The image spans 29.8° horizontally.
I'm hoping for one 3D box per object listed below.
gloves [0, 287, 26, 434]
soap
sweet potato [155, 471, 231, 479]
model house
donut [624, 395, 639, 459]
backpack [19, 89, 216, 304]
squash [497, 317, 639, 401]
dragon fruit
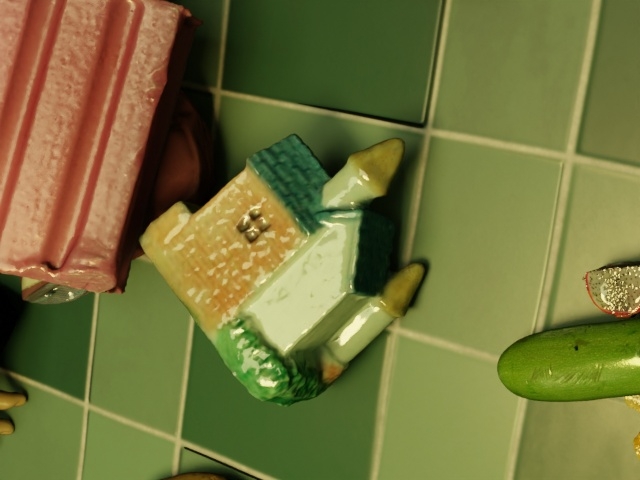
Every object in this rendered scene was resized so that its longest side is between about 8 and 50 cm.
[{"bbox_3d":[-0.546,0.203,1.852,0.197,0.152,0.301,37,133,54],"label":"gloves"},{"bbox_3d":[-0.305,-0.130,1.445,0.233,0.128,0.359,16,91,4],"label":"soap"},{"bbox_3d":[-0.196,0.380,1.659,0.286,0.085,0.112,-19,89,34],"label":"sweet potato"},{"bbox_3d":[0.000,0.000,1.455,0.325,0.194,0.267,-44,68,15],"label":"model house"},{"bbox_3d":[0.350,0.195,1.302,0.067,0.038,0.083,31,110,24],"label":"donut"},{"bbox_3d":[-0.293,-0.092,1.609,0.317,0.197,0.283,-26,88,12],"label":"backpack"},{"bbox_3d":[0.305,0.127,1.279,0.293,0.082,0.082,-13,88,43],"label":"squash"},{"bbox_3d":[0.331,0.052,1.288,0.083,0.056,0.060,-12,86,38],"label":"dragon fruit"}]
